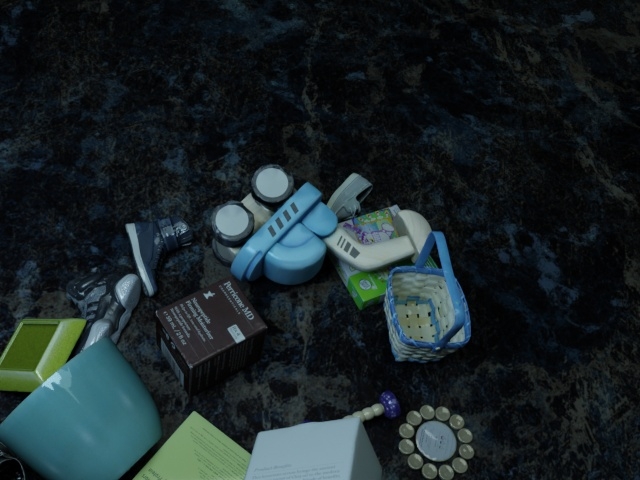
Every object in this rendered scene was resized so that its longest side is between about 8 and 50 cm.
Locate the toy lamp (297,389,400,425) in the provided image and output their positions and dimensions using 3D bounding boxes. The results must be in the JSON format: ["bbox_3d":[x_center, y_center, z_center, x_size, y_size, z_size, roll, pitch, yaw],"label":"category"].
[{"bbox_3d":[0.048,0.423,1.729,0.275,0.080,0.080,-15,59,-23],"label":"toy lamp"}]

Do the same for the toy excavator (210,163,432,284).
[{"bbox_3d":[0.000,0.000,1.918,0.445,0.222,0.433,41,70,8],"label":"toy excavator"}]

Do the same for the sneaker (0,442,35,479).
[{"bbox_3d":[-0.674,0.451,1.551,0.222,0.118,0.083,31,56,12],"label":"sneaker"}]

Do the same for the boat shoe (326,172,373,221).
[{"bbox_3d":[0.077,-0.104,2.106,0.081,0.079,0.227,27,51,14],"label":"boat shoe"}]

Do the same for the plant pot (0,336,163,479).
[{"bbox_3d":[-0.469,0.382,1.547,0.235,0.293,0.293,46,58,1],"label":"plant pot"}]

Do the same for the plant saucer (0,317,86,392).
[{"bbox_3d":[-0.644,0.245,1.687,0.188,0.045,0.188,-3,51,29],"label":"plant saucer"}]

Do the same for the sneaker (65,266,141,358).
[{"bbox_3d":[-0.548,0.180,1.786,0.153,0.101,0.268,16,56,12],"label":"sneaker"}]

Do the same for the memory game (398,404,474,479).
[{"bbox_3d":[0.272,0.475,1.770,0.186,0.012,0.186,5,55,-7],"label":"memory game"}]

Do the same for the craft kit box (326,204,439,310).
[{"bbox_3d":[0.158,0.040,2.035,0.247,0.061,0.249,-20,61,-19],"label":"craft kit box"}]

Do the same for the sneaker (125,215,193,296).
[{"bbox_3d":[-0.398,0.031,1.920,0.164,0.086,0.226,-12,57,-15],"label":"sneaker"}]

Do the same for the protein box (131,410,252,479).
[{"bbox_3d":[-0.257,0.512,1.571,0.200,0.136,0.201,34,56,13],"label":"protein box"}]

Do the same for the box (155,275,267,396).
[{"bbox_3d":[-0.258,0.224,1.757,0.203,0.167,0.168,-26,63,-26],"label":"box"}]

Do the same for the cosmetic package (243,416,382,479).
[{"bbox_3d":[-0.035,0.547,1.354,0.230,0.161,0.453,-13,29,19],"label":"cosmetic package"}]

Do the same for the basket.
[{"bbox_3d":[0.264,0.150,1.828,0.201,0.289,0.254,0,56,-10],"label":"basket"}]
